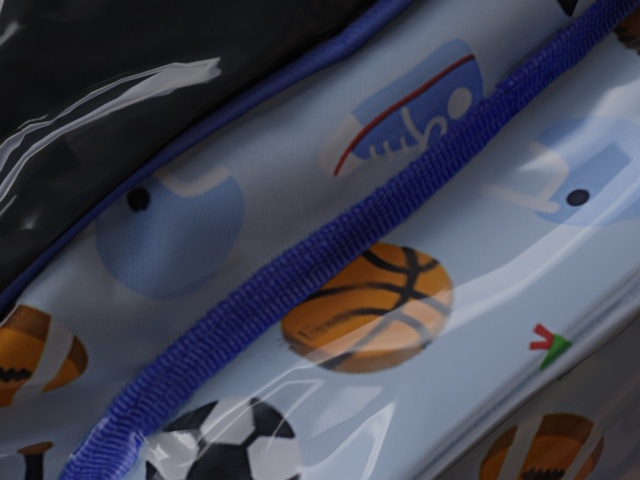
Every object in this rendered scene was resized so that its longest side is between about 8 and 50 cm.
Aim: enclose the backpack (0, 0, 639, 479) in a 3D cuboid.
[{"bbox_3d":[0.000,0.000,0.453,0.276,0.213,0.263,-35,-18,-15],"label":"backpack"}]
